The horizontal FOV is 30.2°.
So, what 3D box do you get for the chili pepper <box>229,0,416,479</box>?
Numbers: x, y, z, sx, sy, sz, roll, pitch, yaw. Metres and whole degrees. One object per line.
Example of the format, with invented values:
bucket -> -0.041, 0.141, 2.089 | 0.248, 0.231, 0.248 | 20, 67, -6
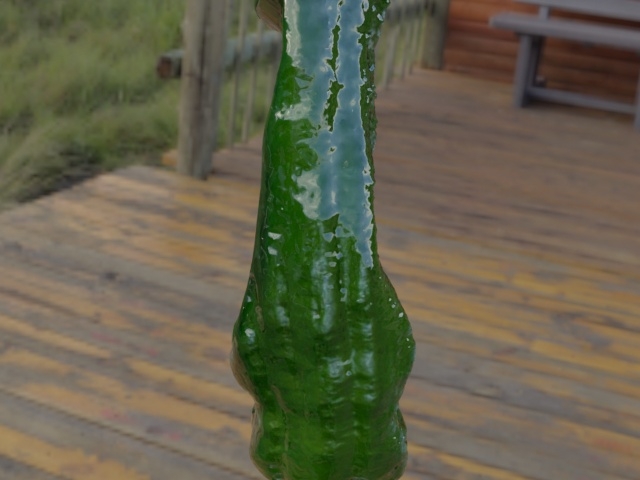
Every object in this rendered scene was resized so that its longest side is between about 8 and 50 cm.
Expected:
chili pepper -> 0.000, 0.000, 0.529 | 0.083, 0.253, 0.099 | -1, 14, -4
